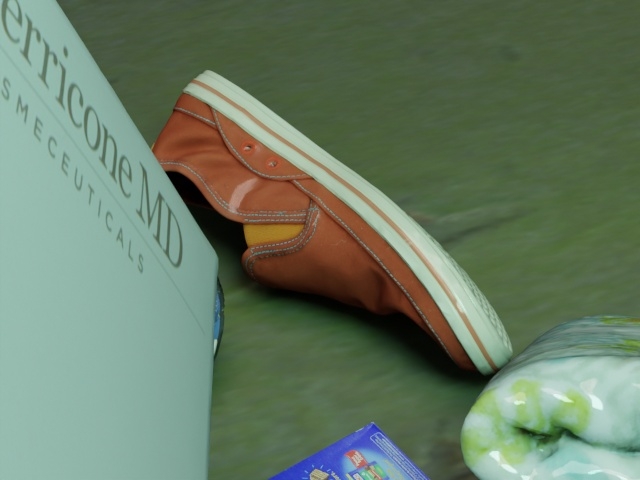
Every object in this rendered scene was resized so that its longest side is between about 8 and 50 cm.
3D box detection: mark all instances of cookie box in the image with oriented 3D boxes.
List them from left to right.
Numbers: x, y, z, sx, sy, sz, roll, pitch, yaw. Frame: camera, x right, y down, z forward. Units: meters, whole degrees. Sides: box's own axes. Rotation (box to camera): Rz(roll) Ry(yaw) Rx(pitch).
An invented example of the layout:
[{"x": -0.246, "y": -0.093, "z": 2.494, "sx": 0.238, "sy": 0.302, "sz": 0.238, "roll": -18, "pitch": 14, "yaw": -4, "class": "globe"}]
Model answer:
[{"x": 0.013, "y": 0.166, "z": 0.868, "sx": 0.107, "sy": 0.040, "sz": 0.092, "roll": -25, "pitch": 44, "yaw": -24, "class": "cookie box"}]

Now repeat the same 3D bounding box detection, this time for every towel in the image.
[{"x": 0.275, "y": 0.101, "z": 0.755, "sx": 0.374, "sy": 0.090, "sz": 0.320, "roll": 7, "pitch": -1, "yaw": 13, "class": "towel"}]

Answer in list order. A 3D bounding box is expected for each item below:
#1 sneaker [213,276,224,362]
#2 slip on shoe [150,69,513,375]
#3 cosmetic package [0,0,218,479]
[{"x": -0.214, "y": 0.069, "z": 0.920, "sx": 0.330, "sy": 0.147, "sz": 0.130, "roll": -18, "pitch": 42, "yaw": -18, "class": "sneaker"}, {"x": 0.000, "y": 0.000, "z": 1.034, "sx": 0.331, "sy": 0.123, "sz": 0.101, "roll": 37, "pitch": 86, "yaw": 32, "class": "slip on shoe"}, {"x": -0.246, "y": 0.118, "z": 0.603, "sx": 0.327, "sy": 0.329, "sz": 0.393, "roll": -7, "pitch": 59, "yaw": 12, "class": "cosmetic package"}]
